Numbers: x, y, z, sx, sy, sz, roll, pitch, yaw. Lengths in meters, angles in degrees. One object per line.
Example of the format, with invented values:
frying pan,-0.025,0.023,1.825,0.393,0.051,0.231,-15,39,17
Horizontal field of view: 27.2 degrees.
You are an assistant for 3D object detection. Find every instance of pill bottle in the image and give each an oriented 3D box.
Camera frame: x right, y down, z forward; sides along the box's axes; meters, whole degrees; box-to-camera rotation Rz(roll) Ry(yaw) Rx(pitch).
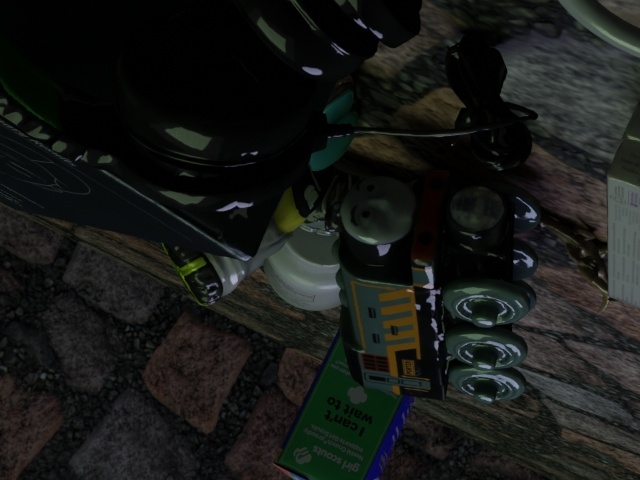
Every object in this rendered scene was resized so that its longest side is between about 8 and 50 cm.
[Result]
pill bottle,0.000,0.000,1.496,0.131,0.131,0.229,24,168,2

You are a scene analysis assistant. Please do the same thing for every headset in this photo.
headset,-0.032,-0.138,0.808,0.394,0.185,0.243,22,129,-25

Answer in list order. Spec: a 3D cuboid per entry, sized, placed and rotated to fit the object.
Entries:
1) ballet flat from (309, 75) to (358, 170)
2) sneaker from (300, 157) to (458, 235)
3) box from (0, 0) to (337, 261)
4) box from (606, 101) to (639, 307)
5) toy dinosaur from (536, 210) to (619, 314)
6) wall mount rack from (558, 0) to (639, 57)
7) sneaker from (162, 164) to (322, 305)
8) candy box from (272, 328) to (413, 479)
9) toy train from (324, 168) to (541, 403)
ballet flat,-0.005,-0.120,1.172,0.067,0.073,0.206,50,169,9
sneaker,0.061,-0.046,1.323,0.228,0.086,0.132,16,165,-7
box,-0.224,-0.159,1.037,0.293,0.212,0.395,34,166,-37
box,0.267,-0.013,1.047,0.067,0.063,0.324,22,169,19
toy dinosaur,0.264,0.019,1.279,0.183,0.053,0.092,43,175,-36
wall mount rack,0.279,-0.095,0.520,0.350,0.130,0.304,18,163,32
sneaker,-0.115,-0.079,1.251,0.385,0.147,0.145,53,169,50
candy box,0.066,0.183,1.713,0.122,0.317,0.268,23,168,8
toy train,0.107,0.051,1.252,0.190,0.142,0.334,6,151,11
